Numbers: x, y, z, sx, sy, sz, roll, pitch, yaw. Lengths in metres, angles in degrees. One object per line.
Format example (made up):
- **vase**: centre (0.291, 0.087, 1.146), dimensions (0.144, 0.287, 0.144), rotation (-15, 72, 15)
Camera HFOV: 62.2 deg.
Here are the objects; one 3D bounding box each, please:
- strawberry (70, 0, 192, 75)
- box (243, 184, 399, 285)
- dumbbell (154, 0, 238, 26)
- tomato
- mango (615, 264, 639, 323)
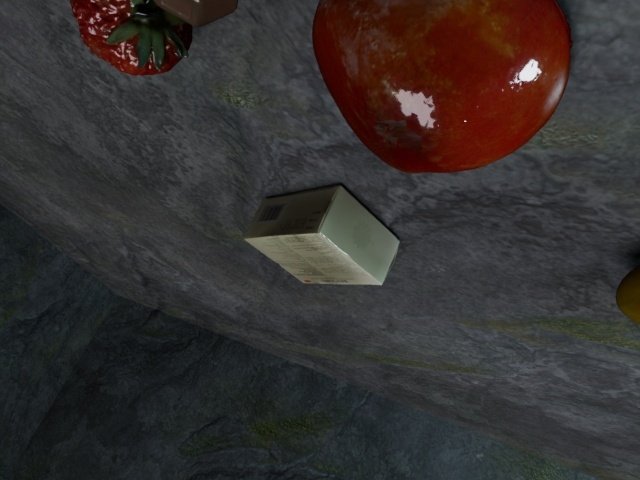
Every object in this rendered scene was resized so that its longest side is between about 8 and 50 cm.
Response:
- **strawberry**: centre (-0.215, -0.243, 0.572), dimensions (0.148, 0.131, 0.131), rotation (7, 152, 21)
- **box**: centre (0.000, 0.000, 0.915), dimensions (0.212, 0.095, 0.168), rotation (-3, 143, 49)
- **dumbbell**: centre (-0.094, -0.278, 0.425), dimensions (0.092, 0.082, 0.231), rotation (26, 157, -7)
- **tomato**: centre (0.087, -0.141, 0.469), dimensions (0.233, 0.140, 0.200), rotation (10, 147, 32)
- **mango**: centre (0.449, 0.062, 0.580), dimensions (0.138, 0.113, 0.253), rotation (32, 158, -16)
